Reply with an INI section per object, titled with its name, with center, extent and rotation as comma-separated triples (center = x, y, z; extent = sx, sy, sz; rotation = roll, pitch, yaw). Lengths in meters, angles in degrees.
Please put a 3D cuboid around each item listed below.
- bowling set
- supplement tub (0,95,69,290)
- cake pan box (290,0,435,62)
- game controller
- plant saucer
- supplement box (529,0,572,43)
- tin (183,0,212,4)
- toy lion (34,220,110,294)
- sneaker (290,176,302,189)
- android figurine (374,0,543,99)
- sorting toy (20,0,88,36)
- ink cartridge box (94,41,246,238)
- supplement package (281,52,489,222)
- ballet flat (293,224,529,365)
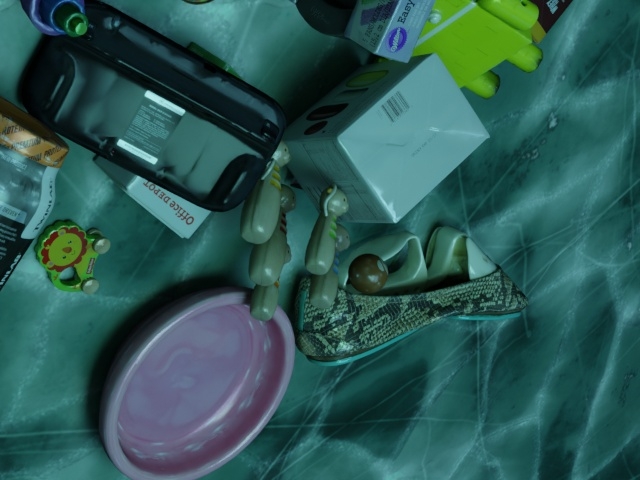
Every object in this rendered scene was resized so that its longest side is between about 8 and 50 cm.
[bowling set]
center = 0.000, 0.000, 1.930
extent = 0.287, 0.200, 0.154
rotation = 95, 7, -60
[supplement tub]
center = -0.432, -0.014, 1.607
extent = 0.193, 0.193, 0.316
rotation = 28, 98, -50
[cake pan box]
center = 0.065, -0.381, 1.773
extent = 0.070, 0.246, 0.267
rotation = 9, 113, -43
[game controller]
center = -0.200, -0.159, 1.737
extent = 0.319, 0.067, 0.166
rotation = 28, 106, -22
[plant saucer]
center = -0.190, 0.204, 2.084
extent = 0.332, 0.084, 0.332
rotation = -24, 133, -29
[supplement box]
center = 0.293, -0.428, 2.046
extent = 0.194, 0.129, 0.191
rotation = -52, 140, -1
[tin]
center = -0.137, -0.384, 1.740
extent = 0.106, 0.040, 0.190
rotation = 2, 116, -40
[toy lion]
center = -0.331, 0.021, 1.859
extent = 0.096, 0.034, 0.100
rotation = 1, 118, -36
[sneaker]
center = 0.038, -0.112, 2.085
extent = 0.178, 0.072, 0.077
rotation = -6, 111, -48
[android figurine]
center = 0.181, -0.290, 2.005
extent = 0.273, 0.056, 0.248
rotation = 25, 140, -37
[sorting toy]
center = -0.201, -0.372, 1.524
extent = 0.127, 0.126, 0.365
rotation = 22, 103, -42
[ink cartridge box]
center = -0.171, -0.128, 1.854
extent = 0.208, 0.087, 0.153
rotation = -50, 141, -4
[supplement package]
center = 0.079, -0.139, 1.953
extent = 0.194, 0.203, 0.149
rotation = -42, 109, -21
[ballet flat]
center = 0.160, 0.070, 2.284
extent = 0.483, 0.164, 0.182
rotation = -10, 105, -37
